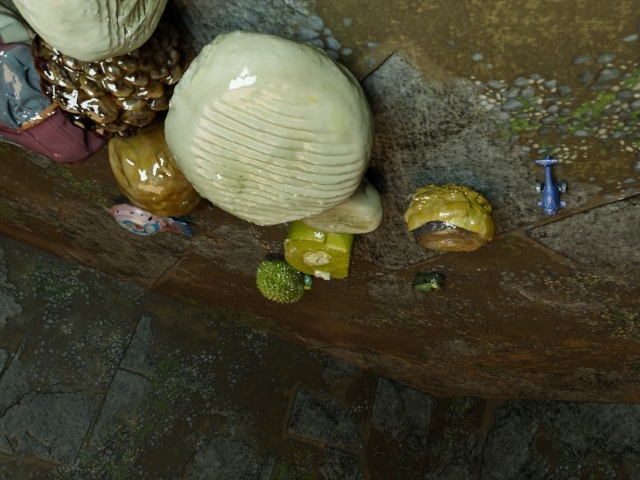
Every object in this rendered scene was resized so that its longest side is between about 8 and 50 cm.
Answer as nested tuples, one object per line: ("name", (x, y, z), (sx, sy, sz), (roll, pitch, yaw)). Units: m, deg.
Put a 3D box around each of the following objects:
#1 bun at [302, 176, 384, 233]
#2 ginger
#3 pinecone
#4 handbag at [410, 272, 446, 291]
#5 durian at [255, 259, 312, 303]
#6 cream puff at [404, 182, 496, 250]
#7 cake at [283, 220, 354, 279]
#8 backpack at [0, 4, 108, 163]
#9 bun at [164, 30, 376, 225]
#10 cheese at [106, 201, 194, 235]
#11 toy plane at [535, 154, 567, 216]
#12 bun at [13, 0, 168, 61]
("bun", (0.049, -0.092, 1.095), (0.193, 0.127, 0.178), (9, 159, -14))
("ginger", (-0.344, -0.173, 1.079), (0.269, 0.201, 0.222), (46, 147, 48))
("pinecone", (-0.335, -0.279, 0.796), (0.224, 0.224, 0.273), (28, 162, -26))
("handbag", (0.325, 0.129, 1.516), (0.111, 0.047, 0.072), (-8, 146, 41))
("durian", (-0.140, 0.149, 1.744), (0.159, 0.145, 0.198), (-1, 149, 39))
("cream puff", (0.263, -0.052, 1.035), (0.189, 0.129, 0.189), (7, 162, 2))
("cake", (0.000, 0.000, 1.311), (0.179, 0.156, 0.260), (8, 155, 4))
("backpack", (-0.550, -0.275, 0.941), (0.283, 0.197, 0.317), (49, 174, 26))
("bun", (-0.071, -0.185, 0.824), (0.327, 0.234, 0.361), (1, 149, 10))
("cheese", (-0.549, -0.063, 1.623), (0.286, 0.074, 0.189), (12, 159, 7))
("toy plane", (0.421, -0.095, 0.920), (0.054, 0.062, 0.167), (3, 144, 30))
("bun", (-0.266, -0.333, 0.552), (0.169, 0.272, 0.273), (13, 157, 0))
